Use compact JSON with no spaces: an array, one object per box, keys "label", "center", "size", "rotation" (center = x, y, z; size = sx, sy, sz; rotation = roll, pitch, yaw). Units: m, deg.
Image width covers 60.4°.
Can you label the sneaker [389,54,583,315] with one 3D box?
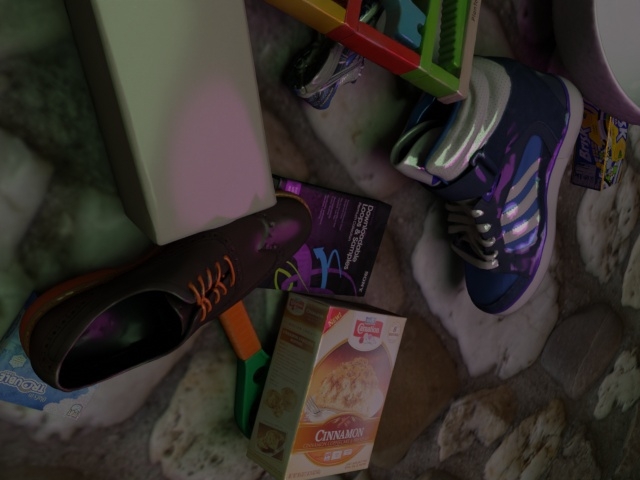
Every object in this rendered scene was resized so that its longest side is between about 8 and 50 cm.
[{"label":"sneaker","center":[0.167,-0.053,0.658],"size":[0.236,0.130,0.323],"rotation":[-2,113,-27]}]

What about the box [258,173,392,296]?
[{"label":"box","center":[0.000,0.000,0.600],"size":[0.162,0.029,0.116],"rotation":[8,102,-40]}]

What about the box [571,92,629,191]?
[{"label":"box","center":[0.434,-0.167,0.849],"size":[0.059,0.054,0.169],"rotation":[-21,120,-29]}]

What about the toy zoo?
[{"label":"toy zoo","center":[0.036,-0.263,0.475],"size":[0.293,0.030,0.193],"rotation":[16,79,-35]}]

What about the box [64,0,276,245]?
[{"label":"box","center":[-0.117,-0.146,0.410],"size":[0.113,0.094,0.275],"rotation":[-21,119,-29]}]

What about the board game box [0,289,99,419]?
[{"label":"board game box","center":[-0.227,0.101,0.472],"size":[0.090,0.020,0.090],"rotation":[34,86,-40]}]

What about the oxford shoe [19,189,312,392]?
[{"label":"oxford shoe","center":[-0.103,0.041,0.464],"size":[0.271,0.098,0.097],"rotation":[-32,119,-25]}]

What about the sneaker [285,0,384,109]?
[{"label":"sneaker","center":[0.021,-0.186,0.536],"size":[0.135,0.052,0.058],"rotation":[-53,143,-5]}]

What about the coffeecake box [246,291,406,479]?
[{"label":"coffeecake box","center":[0.011,0.162,0.622],"size":[0.142,0.068,0.186],"rotation":[15,89,-46]}]

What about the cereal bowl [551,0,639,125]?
[{"label":"cereal bowl","center":[0.433,-0.313,0.707],"size":[0.338,0.141,0.339],"rotation":[-4,103,-18]}]

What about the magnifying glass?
[{"label":"magnifying glass","center":[-0.071,0.139,0.606],"size":[0.092,0.026,0.231],"rotation":[-33,126,-24]}]
